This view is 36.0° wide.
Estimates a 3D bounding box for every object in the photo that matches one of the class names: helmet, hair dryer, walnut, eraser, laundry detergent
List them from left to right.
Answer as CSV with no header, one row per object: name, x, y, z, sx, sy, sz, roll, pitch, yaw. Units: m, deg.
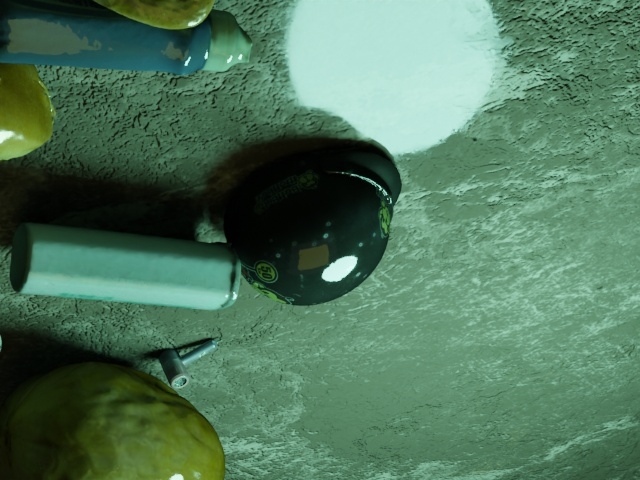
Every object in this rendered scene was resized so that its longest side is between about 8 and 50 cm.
walnut,-0.348,0.365,1.639,0.354,0.308,0.398,11,162,45
laundry detergent,-0.222,-0.233,1.088,0.289,0.143,0.094,5,115,-22
eraser,-0.277,0.036,1.385,0.290,0.104,0.189,7,-178,-24
hair dryer,-0.217,0.202,1.693,0.114,0.063,0.037,-30,140,-6
helmet,0.000,0.000,1.433,0.278,0.160,0.230,-21,139,10

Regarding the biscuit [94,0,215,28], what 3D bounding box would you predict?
biscuit,-0.188,-0.330,0.986,0.203,0.041,0.260,-32,113,-6

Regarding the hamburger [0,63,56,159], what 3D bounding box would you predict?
hamburger,-0.416,-0.168,1.098,0.144,0.157,0.283,-35,135,23
